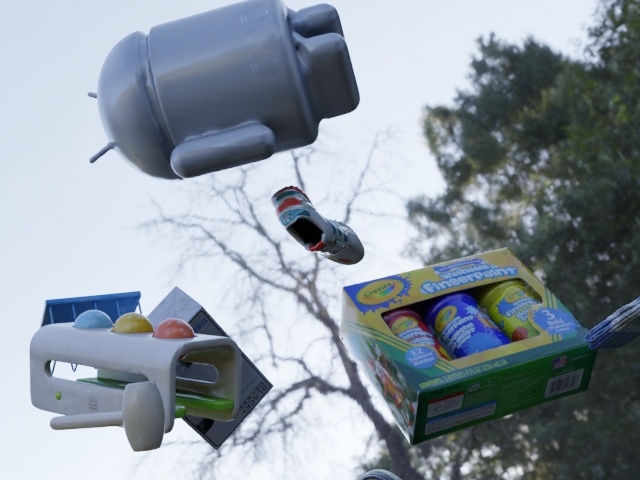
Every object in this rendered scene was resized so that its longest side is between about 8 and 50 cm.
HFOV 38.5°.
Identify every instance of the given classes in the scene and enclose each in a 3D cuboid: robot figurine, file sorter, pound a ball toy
[{"bbox_3d":[-0.133,-0.193,1.181,0.353,0.300,0.199,-15,-49,4],"label":"robot figurine"},{"bbox_3d":[-0.410,0.171,1.660,0.170,0.104,0.118,-5,-30,-26],"label":"file sorter"},{"bbox_3d":[-0.250,0.161,1.146,0.319,0.135,0.208,1,0,38],"label":"pound a ball toy"}]

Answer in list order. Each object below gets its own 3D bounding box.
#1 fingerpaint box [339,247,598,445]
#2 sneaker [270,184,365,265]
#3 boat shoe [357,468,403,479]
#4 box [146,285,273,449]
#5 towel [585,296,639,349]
[{"bbox_3d":[0.318,0.214,2.031,0.445,0.371,0.163,-12,-53,-19],"label":"fingerpaint box"},{"bbox_3d":[0.000,0.000,1.177,0.057,0.075,0.161,-37,-54,19],"label":"sneaker"},{"bbox_3d":[0.097,0.342,0.954,0.080,0.223,0.073,-33,-21,11],"label":"boat shoe"},{"bbox_3d":[-0.222,0.236,1.658,0.169,0.087,0.290,-47,-43,-15],"label":"box"},{"bbox_3d":[0.650,0.116,1.759,0.285,0.034,0.209,-44,-28,24],"label":"towel"}]
